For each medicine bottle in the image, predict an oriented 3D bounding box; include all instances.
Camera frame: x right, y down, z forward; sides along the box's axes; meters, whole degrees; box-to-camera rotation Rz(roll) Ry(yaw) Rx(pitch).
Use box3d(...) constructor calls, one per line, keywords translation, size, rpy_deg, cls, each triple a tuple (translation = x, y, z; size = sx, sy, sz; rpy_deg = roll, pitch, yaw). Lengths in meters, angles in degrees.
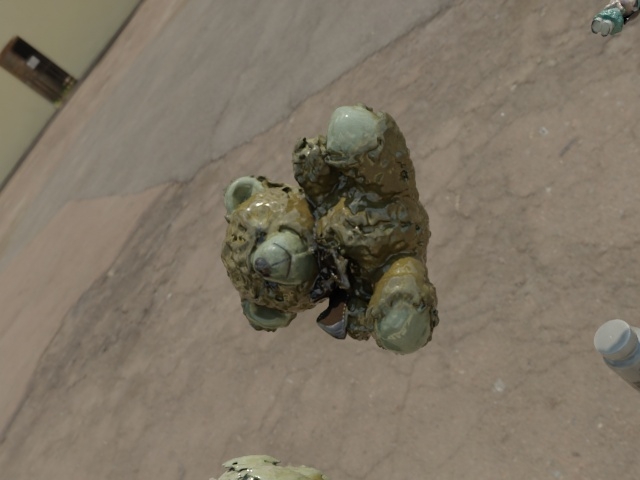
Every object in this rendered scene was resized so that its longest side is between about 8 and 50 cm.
box3d(translation=(0.500, 0.185, 1.182), size=(0.079, 0.140, 0.079), rpy_deg=(-38, 30, 27), cls="medicine bottle")

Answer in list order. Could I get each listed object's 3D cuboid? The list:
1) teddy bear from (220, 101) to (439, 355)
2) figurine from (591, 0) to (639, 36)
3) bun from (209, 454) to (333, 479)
box3d(translation=(0.000, 0.000, 0.837), size=(0.256, 0.267, 0.156), rpy_deg=(-11, -1, 19), cls="teddy bear")
box3d(translation=(0.479, -0.362, 1.192), size=(0.106, 0.047, 0.060), rpy_deg=(-40, 35, -26), cls="figurine")
box3d(translation=(-0.025, 0.328, 0.843), size=(0.239, 0.239, 0.141), rpy_deg=(4, 64, 61), cls="bun")
